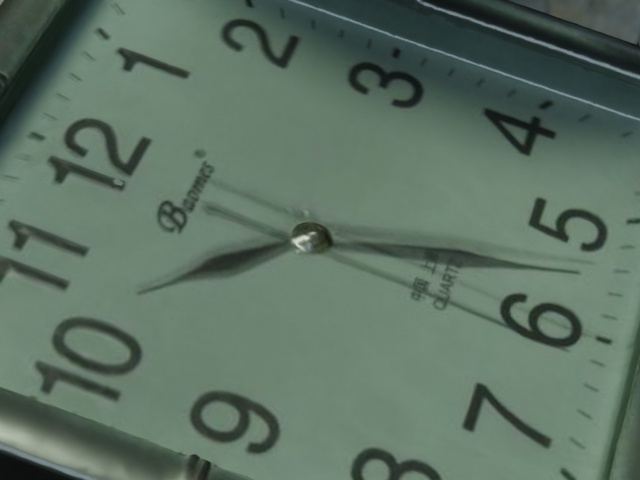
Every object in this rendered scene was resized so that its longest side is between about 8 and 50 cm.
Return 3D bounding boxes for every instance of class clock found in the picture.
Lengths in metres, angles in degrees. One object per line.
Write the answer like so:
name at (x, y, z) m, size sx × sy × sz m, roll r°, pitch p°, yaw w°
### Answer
clock at (0.000, 0.000, 0.588) m, size 0.278 × 0.049 × 0.273 m, roll 20°, pitch 47°, yaw 5°
